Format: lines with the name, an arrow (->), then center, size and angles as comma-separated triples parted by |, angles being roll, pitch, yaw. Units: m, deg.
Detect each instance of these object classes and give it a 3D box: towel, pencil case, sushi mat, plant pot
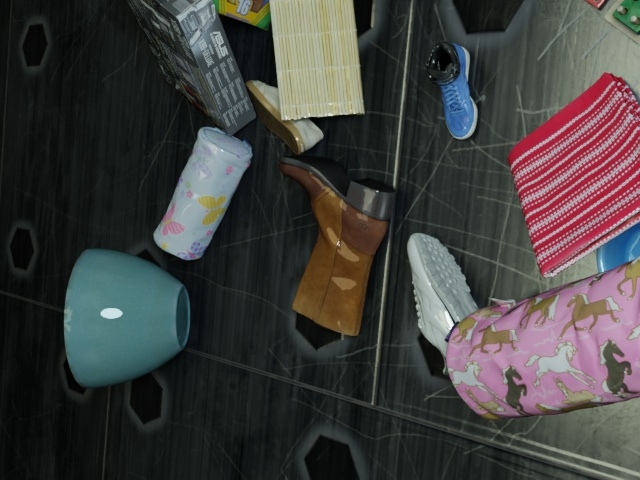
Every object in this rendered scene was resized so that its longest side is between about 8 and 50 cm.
towel -> 0.344, -0.095, 0.932 | 0.199, 0.031, 0.274 | -41, 27, 30
pencil case -> -0.243, -0.095, 1.436 | 0.124, 0.113, 0.273 | 45, 116, 40
sushi mat -> -0.011, -0.373, 1.265 | 0.152, 0.019, 0.316 | -6, 86, 3
pencil case -> 0.323, 0.121, 0.881 | 0.386, 0.160, 0.167 | -35, 79, 58
plant pot -> -0.381, 0.159, 1.469 | 0.196, 0.290, 0.290 | -1, 89, 3

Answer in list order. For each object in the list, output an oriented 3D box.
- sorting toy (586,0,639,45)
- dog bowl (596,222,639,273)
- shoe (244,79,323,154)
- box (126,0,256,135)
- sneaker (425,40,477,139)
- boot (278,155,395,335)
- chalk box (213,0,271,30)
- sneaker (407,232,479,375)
sorting toy -> 0.459, -0.321, 0.932 | 0.132, 0.046, 0.274 | -52, 60, 25
dog bowl -> 0.459, 0.083, 0.913 | 0.166, 0.074, 0.297 | -24, 75, 36
shoe -> -0.073, -0.241, 1.344 | 0.058, 0.076, 0.219 | -31, 56, -14
box -> -0.256, -0.375, 1.339 | 0.076, 0.307, 0.242 | -40, 57, -14
sneaker -> 0.202, -0.236, 1.106 | 0.058, 0.085, 0.152 | -3, 88, 38
boot -> 0.000, 0.000, 1.284 | 0.264, 0.096, 0.280 | 25, 112, 28
chalk box -> -0.149, -0.580, 1.326 | 0.180, 0.179, 0.289 | 42, 113, 31
sneaker -> 0.186, 0.099, 1.123 | 0.095, 0.090, 0.235 | -40, 65, 42
